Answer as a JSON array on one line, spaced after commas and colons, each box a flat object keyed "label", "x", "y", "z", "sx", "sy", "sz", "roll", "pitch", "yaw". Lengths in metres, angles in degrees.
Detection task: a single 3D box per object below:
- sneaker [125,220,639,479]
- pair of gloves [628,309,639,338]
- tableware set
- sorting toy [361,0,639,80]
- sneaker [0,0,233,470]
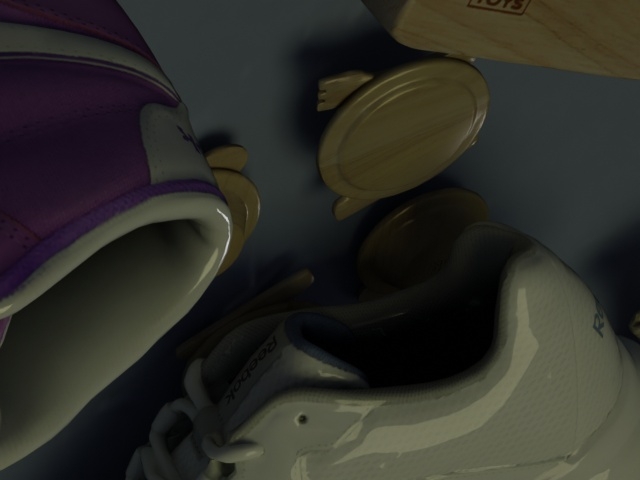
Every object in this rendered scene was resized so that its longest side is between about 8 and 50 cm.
[{"label": "sneaker", "x": -0.024, "y": 0.089, "z": 0.700, "sx": 0.297, "sy": 0.111, "sz": 0.129, "roll": -33, "pitch": 132, "yaw": 0}, {"label": "pair of gloves", "x": 0.249, "y": 0.022, "z": 0.861, "sx": 0.240, "sy": 0.042, "sz": 0.204, "roll": -25, "pitch": 158, "yaw": 3}, {"label": "tableware set", "x": 0.000, "y": 0.000, "z": 0.689, "sx": 0.141, "sy": 0.020, "sz": 0.168, "roll": -27, "pitch": 147, "yaw": -6}, {"label": "sorting toy", "x": 0.147, "y": -0.175, "z": 0.575, "sx": 0.257, "sy": 0.089, "sz": 0.255, "roll": 3, "pitch": 126, "yaw": -41}, {"label": "sneaker", "x": -0.154, "y": -0.002, "z": 0.450, "sx": 0.282, "sy": 0.161, "sz": 0.102, "roll": -16, "pitch": 139, "yaw": -25}]
